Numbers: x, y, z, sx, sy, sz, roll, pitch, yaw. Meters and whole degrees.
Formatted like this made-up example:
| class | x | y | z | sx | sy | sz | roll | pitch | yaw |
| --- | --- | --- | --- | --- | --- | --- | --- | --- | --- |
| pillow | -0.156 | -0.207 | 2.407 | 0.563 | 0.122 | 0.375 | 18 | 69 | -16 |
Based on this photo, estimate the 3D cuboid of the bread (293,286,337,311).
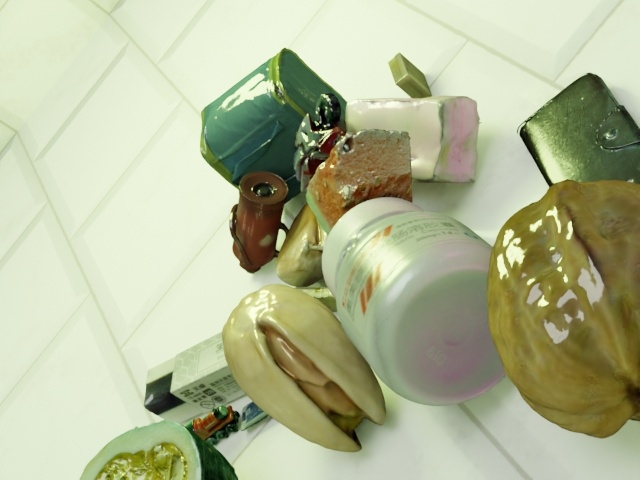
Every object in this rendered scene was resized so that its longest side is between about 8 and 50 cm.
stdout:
| class | x | y | z | sx | sy | sz | roll | pitch | yaw |
| --- | --- | --- | --- | --- | --- | --- | --- | --- | --- |
| bread | 0.015 | 0.106 | 1.949 | 0.153 | 0.068 | 0.028 | -4 | 59 | 48 |

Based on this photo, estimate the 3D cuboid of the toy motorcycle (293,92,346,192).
| class | x | y | z | sx | sy | sz | roll | pitch | yaw |
| --- | --- | --- | --- | --- | --- | --- | --- | --- | --- |
| toy motorcycle | 0.002 | -0.168 | 1.991 | 0.213 | 0.082 | 0.122 | 116 | 146 | -48 |

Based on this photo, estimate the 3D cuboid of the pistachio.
| class | x | y | z | sx | sy | sz | roll | pitch | yaw |
| --- | --- | --- | --- | --- | --- | --- | --- | --- | --- |
| pistachio | -0.027 | 0.210 | 1.760 | 0.193 | 0.214 | 0.318 | -43 | 78 | 3 |

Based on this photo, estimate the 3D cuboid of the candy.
| class | x | y | z | sx | sy | sz | roll | pitch | yaw |
| --- | --- | --- | --- | --- | --- | --- | --- | --- | --- |
| candy | 0.158 | -0.181 | 1.941 | 0.265 | 0.115 | 0.156 | 6 | 93 | 52 |

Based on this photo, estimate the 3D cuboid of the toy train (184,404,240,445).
| class | x | y | z | sx | sy | sz | roll | pitch | yaw |
| --- | --- | --- | --- | --- | --- | --- | --- | --- | --- |
| toy train | -0.198 | 0.342 | 2.002 | 0.103 | 0.064 | 0.044 | -38 | 37 | 23 |

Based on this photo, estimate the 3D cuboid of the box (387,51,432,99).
| class | x | y | z | sx | sy | sz | roll | pitch | yaw |
| --- | --- | --- | --- | --- | --- | --- | --- | --- | --- |
| box | 0.174 | -0.318 | 2.110 | 0.035 | 0.079 | 0.083 | -39 | 37 | 23 |

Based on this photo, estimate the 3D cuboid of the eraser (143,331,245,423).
| class | x | y | z | sx | sy | sz | roll | pitch | yaw |
| --- | --- | --- | --- | --- | --- | --- | --- | --- | --- |
| eraser | -0.163 | 0.231 | 2.027 | 0.404 | 0.098 | 0.096 | -27 | 42 | 32 |

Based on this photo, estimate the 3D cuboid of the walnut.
| class | x | y | z | sx | sy | sz | roll | pitch | yaw |
| --- | --- | --- | --- | --- | --- | --- | --- | --- | --- |
| walnut | 0.366 | 0.072 | 1.388 | 0.306 | 0.306 | 0.344 | -32 | 44 | 28 |

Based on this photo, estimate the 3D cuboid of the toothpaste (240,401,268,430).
| class | x | y | z | sx | sy | sz | roll | pitch | yaw |
| --- | --- | --- | --- | --- | --- | --- | --- | --- | --- |
| toothpaste | -0.075 | 0.282 | 1.937 | 0.197 | 0.034 | 0.057 | -36 | 33 | 29 |

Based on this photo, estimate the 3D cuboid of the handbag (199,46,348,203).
| class | x | y | z | sx | sy | sz | roll | pitch | yaw |
| --- | --- | --- | --- | --- | --- | --- | --- | --- | --- |
| handbag | -0.087 | -0.221 | 2.174 | 0.241 | 0.263 | 0.222 | -32 | 33 | 25 |

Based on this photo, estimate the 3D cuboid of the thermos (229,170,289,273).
| class | x | y | z | sx | sy | sz | roll | pitch | yaw |
| --- | --- | --- | --- | --- | --- | --- | --- | --- | --- |
| thermos | -0.121 | -0.019 | 2.136 | 0.099 | 0.124 | 0.232 | -75 | -4 | -47 |

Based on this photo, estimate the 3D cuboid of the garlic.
| class | x | y | z | sx | sy | sz | roll | pitch | yaw |
| --- | --- | --- | --- | --- | --- | --- | --- | --- | --- |
| garlic | 0.000 | 0.000 | 2.025 | 0.217 | 0.110 | 0.228 | -47 | 15 | 31 |

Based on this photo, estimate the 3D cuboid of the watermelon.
| class | x | y | z | sx | sy | sz | roll | pitch | yaw |
| --- | --- | --- | --- | --- | --- | --- | --- | --- | --- |
| watermelon | 0.083 | -0.085 | 1.828 | 0.257 | 0.192 | 0.140 | 106 | 167 | -51 |

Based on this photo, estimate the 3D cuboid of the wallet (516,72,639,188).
| class | x | y | z | sx | sy | sz | roll | pitch | yaw |
| --- | --- | --- | --- | --- | --- | --- | --- | --- | --- |
| wallet | 0.426 | -0.128 | 1.691 | 0.172 | 0.045 | 0.318 | -40 | 39 | 22 |

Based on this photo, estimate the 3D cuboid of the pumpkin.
| class | x | y | z | sx | sy | sz | roll | pitch | yaw |
| --- | --- | --- | --- | --- | --- | --- | --- | --- | --- |
| pumpkin | -0.263 | 0.472 | 1.863 | 0.293 | 0.197 | 0.263 | -21 | 56 | 28 |

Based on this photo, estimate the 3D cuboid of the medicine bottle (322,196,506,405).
| class | x | y | z | sx | sy | sz | roll | pitch | yaw |
| --- | --- | --- | --- | --- | --- | --- | --- | --- | --- |
| medicine bottle | 0.148 | 0.078 | 1.658 | 0.256 | 0.256 | 0.325 | -50 | 27 | 6 |
